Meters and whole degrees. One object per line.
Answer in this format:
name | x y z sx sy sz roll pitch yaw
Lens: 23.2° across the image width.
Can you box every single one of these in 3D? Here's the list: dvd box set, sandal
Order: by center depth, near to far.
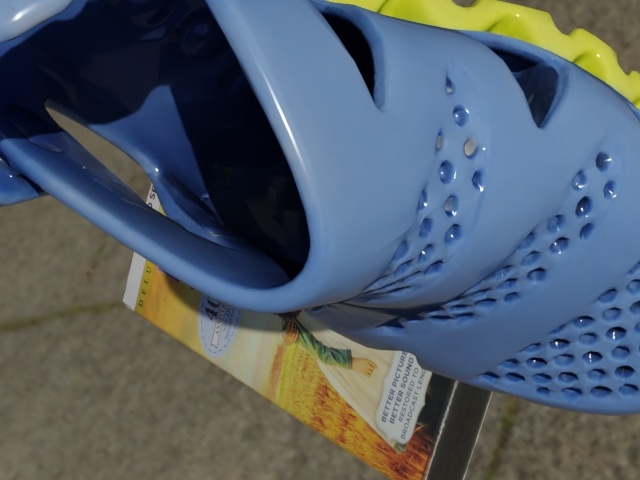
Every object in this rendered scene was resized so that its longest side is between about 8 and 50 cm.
sandal | -0.009 -0.022 0.426 0.126 0.317 0.138 -52 24 28
dvd box set | 0.000 0.000 1.412 0.420 0.062 0.307 29 109 39
